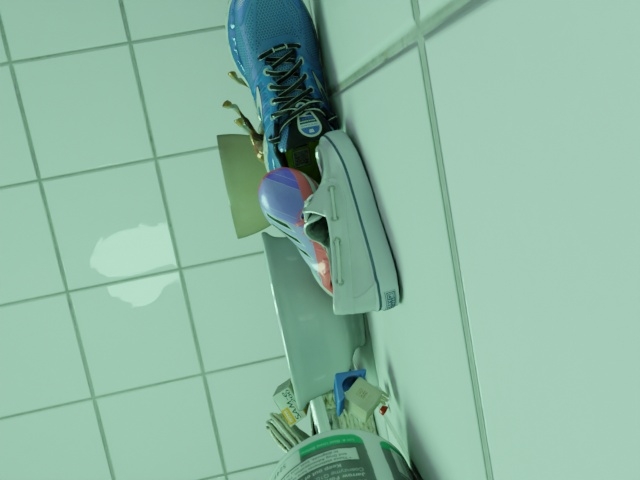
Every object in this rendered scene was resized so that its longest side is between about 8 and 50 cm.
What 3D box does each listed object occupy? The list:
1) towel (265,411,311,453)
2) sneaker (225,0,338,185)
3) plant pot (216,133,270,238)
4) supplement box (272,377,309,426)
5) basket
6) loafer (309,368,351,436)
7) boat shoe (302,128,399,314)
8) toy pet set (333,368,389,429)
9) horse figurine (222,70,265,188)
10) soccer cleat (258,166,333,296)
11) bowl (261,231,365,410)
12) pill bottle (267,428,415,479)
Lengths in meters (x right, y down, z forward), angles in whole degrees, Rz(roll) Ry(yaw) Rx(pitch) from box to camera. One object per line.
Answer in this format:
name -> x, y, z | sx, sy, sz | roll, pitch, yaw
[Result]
towel -> 0.010, 0.434, 1.235 | 0.187, 0.049, 0.282 | 36, 169, 48
sneaker -> -0.031, -0.193, 0.891 | 0.147, 0.129, 0.330 | -130, 21, -58
plant pot -> -0.159, -0.160, 1.780 | 0.284, 0.190, 0.284 | 169, 90, -84
supplement box -> -0.052, 0.289, 1.187 | 0.062, 0.036, 0.098 | 57, -179, 1
basket -> 0.038, 0.324, 1.221 | 0.167, 0.103, 0.113 | 115, 143, -82
loafer -> 0.019, 0.357, 1.364 | 0.084, 0.096, 0.268 | -35, -49, -46
boat shoe -> 0.019, -0.030, 0.773 | 0.095, 0.084, 0.258 | 85, 172, -51
toy pet set -> 0.039, 0.236, 0.910 | 0.065, 0.122, 0.114 | 30, 145, 22
horse figurine -> -0.089, -0.195, 1.065 | 0.174, 0.066, 0.263 | 48, -149, -42
soccer cleat -> 0.000, 0.000, 0.876 | 0.095, 0.083, 0.248 | 48, 172, 44
bowl -> -0.006, 0.119, 1.092 | 0.298, 0.134, 0.298 | 168, 90, -84
pill bottle -> 0.049, 0.388, 0.713 | 0.361, 0.204, 0.204 | -115, 15, -71
